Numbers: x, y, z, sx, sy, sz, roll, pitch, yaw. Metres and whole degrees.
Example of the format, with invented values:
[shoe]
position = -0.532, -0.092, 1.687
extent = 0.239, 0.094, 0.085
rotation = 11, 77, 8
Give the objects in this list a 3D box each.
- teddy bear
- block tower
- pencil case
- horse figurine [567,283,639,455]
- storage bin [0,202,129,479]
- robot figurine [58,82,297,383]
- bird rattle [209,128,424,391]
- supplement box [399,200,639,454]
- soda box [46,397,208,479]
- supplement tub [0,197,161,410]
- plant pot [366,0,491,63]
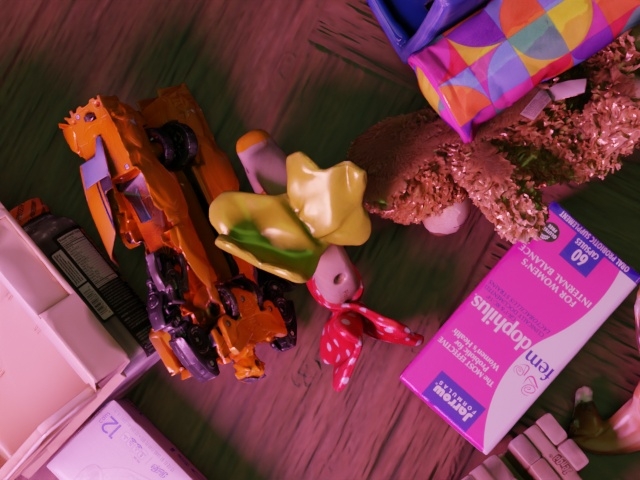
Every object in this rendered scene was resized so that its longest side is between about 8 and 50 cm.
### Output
[teddy bear]
position = 0.195, -0.092, 1.701
extent = 0.338, 0.245, 0.113
rotation = -32, 129, 1
[block tower]
position = 0.101, 0.292, 1.661
extent = 0.335, 0.097, 0.091
rotation = -34, 73, -21
[pencil case]
position = 0.195, -0.184, 1.635
extent = 0.236, 0.104, 0.104
rotation = -32, 86, 0
[horse figurine]
position = 0.373, 0.140, 1.739
extent = 0.263, 0.066, 0.174
rotation = 11, 99, -4
[storage bin]
position = -0.334, 0.096, 1.667
extent = 0.262, 0.260, 0.123
rotation = 50, 45, 5
[robot figurine]
position = -0.126, 0.001, 1.717
extent = 0.085, 0.211, 0.291
rotation = -25, 85, 33
[bird rattle]
position = 0.000, 0.000, 1.705
extent = 0.143, 0.253, 0.207
rotation = -35, 48, 3
[supplement box]
position = 0.184, 0.083, 1.730
extent = 0.111, 0.114, 0.220
rotation = 41, 89, 5
[soda box]
position = -0.121, 0.278, 1.730
extent = 0.091, 0.098, 0.286
rotation = -45, 87, -2
[supplement tub]
position = -0.240, 0.060, 1.739
extent = 0.117, 0.117, 0.190
rotation = -41, 85, -2
[plant pot]
position = 0.128, -0.328, 1.707
extent = 0.212, 0.236, 0.236
rotation = -29, 86, -8
